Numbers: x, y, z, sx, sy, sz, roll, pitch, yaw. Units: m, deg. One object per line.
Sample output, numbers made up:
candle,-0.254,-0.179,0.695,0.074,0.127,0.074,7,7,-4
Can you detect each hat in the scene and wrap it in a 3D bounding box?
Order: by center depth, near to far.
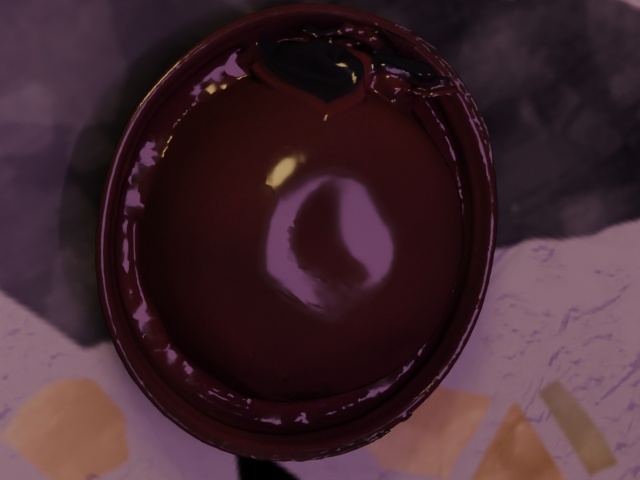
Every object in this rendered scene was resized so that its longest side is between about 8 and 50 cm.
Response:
hat,0.000,0.000,0.733,0.205,0.089,0.206,-3,99,-22
